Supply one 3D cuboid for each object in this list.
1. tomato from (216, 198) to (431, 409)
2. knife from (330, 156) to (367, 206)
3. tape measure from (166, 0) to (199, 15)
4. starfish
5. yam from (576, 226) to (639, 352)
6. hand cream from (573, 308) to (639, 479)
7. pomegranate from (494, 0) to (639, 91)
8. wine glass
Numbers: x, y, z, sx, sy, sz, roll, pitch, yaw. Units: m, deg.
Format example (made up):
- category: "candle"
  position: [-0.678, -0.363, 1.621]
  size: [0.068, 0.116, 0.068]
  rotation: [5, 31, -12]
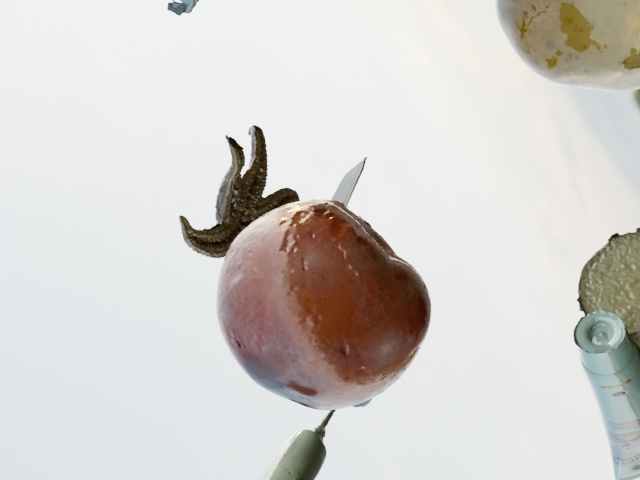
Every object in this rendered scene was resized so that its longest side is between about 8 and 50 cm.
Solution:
- category: "tomato"
  position: [-0.003, 0.066, 1.393]
  size: [0.208, 0.184, 0.208]
  rotation: [41, -171, -8]
- category: "knife"
  position: [0.000, 0.000, 1.704]
  size: [0.028, 0.060, 0.230]
  rotation: [33, -100, -21]
- category: "tape measure"
  position: [-0.166, -0.357, 1.913]
  size: [0.054, 0.091, 0.094]
  rotation: [30, -125, -6]
- category: "starfish"
  position: [-0.088, -0.016, 1.602]
  size: [0.213, 0.057, 0.238]
  rotation: [-36, -50, -48]
- category: "yam"
  position: [0.364, 0.096, 1.557]
  size: [0.238, 0.129, 0.128]
  rotation: [57, -136, -52]
- category: "hand cream"
  position: [0.322, 0.172, 1.513]
  size: [0.331, 0.085, 0.058]
  rotation: [58, -170, -53]
- category: "pomegranate"
  position: [0.313, -0.290, 1.488]
  size: [0.307, 0.307, 0.307]
  rotation: [51, -153, -39]
- category: "wine glass"
  position: [-0.014, 0.256, 1.808]
  size: [0.074, 0.074, 0.262]
  rotation: [62, -144, -18]
